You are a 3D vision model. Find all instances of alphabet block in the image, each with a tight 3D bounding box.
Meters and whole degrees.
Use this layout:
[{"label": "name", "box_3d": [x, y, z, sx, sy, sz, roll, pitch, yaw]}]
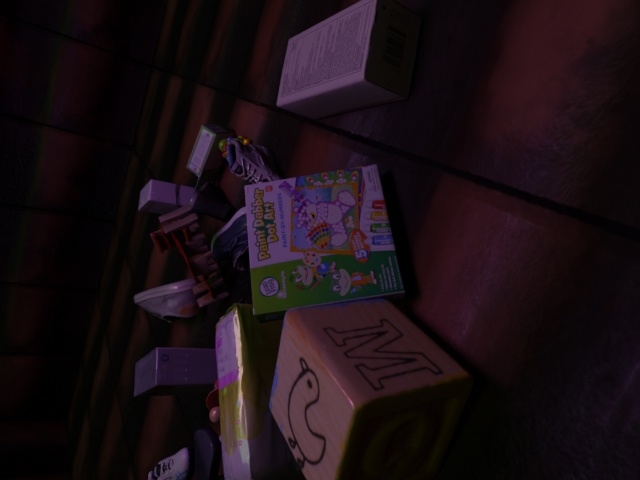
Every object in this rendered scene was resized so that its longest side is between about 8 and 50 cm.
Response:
[{"label": "alphabet block", "box_3d": [0.060, 0.217, 0.654, 0.197, 0.194, 0.192, 42, 129, 52]}]

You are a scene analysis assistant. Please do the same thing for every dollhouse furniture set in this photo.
[{"label": "dollhouse furniture set", "box_3d": [-0.391, 0.034, 1.323, 0.259, 0.135, 0.261, 42, 152, 54]}]

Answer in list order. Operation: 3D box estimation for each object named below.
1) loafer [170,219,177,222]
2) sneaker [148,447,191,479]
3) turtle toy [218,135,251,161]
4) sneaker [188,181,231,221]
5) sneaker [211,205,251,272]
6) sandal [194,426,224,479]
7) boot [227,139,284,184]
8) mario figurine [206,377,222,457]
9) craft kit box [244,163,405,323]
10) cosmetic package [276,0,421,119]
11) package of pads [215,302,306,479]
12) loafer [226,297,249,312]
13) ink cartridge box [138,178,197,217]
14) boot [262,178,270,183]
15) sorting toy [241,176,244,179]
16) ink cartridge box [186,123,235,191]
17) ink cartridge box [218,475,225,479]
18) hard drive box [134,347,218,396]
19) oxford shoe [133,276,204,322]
[{"label": "loafer", "box_3d": [-0.569, -0.114, 1.802, 0.062, 0.061, 0.170, 47, 120, 49]}, {"label": "sneaker", "box_3d": [-0.452, 0.691, 1.394, 0.237, 0.086, 0.085, -48, 43, 36]}, {"label": "turtle toy", "box_3d": [-0.265, -0.275, 1.397, 0.130, 0.066, 0.095, 37, 112, 53]}, {"label": "sneaker", "box_3d": [-0.332, -0.113, 1.451, 0.083, 0.118, 0.222, -62, 8, 17]}, {"label": "sneaker", "box_3d": [-0.228, 0.035, 1.243, 0.226, 0.086, 0.163, -46, 45, 40]}, {"label": "sandal", "box_3d": [-0.225, 0.462, 0.961, 0.097, 0.055, 0.254, 56, 145, 36]}, {"label": "boot", "box_3d": [-0.169, -0.159, 1.175, 0.095, 0.124, 0.258, -57, 40, 30]}, {"label": "mario figurine", "box_3d": [-0.157, 0.406, 0.955, 0.198, 0.170, 0.320, -45, 46, -2]}, {"label": "craft kit box", "box_3d": [0.000, 0.000, 0.801, 0.061, 0.247, 0.249, 71, -171, -64]}, {"label": "cosmetic package", "box_3d": [0.043, -0.351, 0.928, 0.309, 0.113, 0.160, 11, 91, 57]}, {"label": "package of pads", "box_3d": [-0.064, 0.262, 0.814, 0.101, 0.229, 0.296, -42, 50, 43]}, {"label": "loafer", "box_3d": [-0.200, 0.250, 1.150, 0.078, 0.076, 0.223, -51, 39, 47]}, {"label": "ink cartridge box", "box_3d": [-0.523, -0.141, 1.626, 0.140, 0.191, 0.082, -20, 65, 52]}, {"label": "boot", "box_3d": [-0.037, -0.019, 0.910, 0.083, 0.161, 0.246, -58, 40, 30]}, {"label": "sorting toy", "box_3d": [-0.199, -0.216, 1.318, 0.075, 0.045, 0.083, 10, 89, 37]}, {"label": "ink cartridge box", "box_3d": [-0.362, -0.267, 1.488, 0.062, 0.109, 0.209, 34, 115, 12]}, {"label": "ink cartridge box", "box_3d": [-0.157, 0.615, 0.973, 0.219, 0.093, 0.160, -1, 79, 57]}, {"label": "hard drive box", "box_3d": [-0.331, 0.337, 1.180, 0.181, 0.232, 0.089, -35, 54, 47]}, {"label": "oxford shoe", "box_3d": [-0.518, 0.214, 1.570, 0.449, 0.169, 0.130, -15, 91, 53]}]
